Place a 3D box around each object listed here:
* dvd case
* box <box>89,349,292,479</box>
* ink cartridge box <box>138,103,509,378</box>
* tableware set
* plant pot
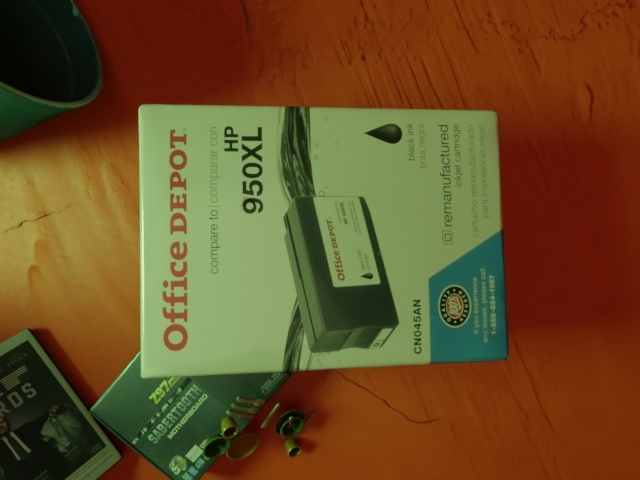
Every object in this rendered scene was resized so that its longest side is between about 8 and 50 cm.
[{"bbox_3d":[-0.424,0.271,0.579,0.179,0.029,0.239,-37,94,-33],"label":"dvd case"},{"bbox_3d":[-0.180,0.209,0.608,0.183,0.059,0.233,42,91,-2],"label":"box"},{"bbox_3d":[0.000,0.000,0.515,0.394,0.166,0.286,-1,87,-7],"label":"ink cartridge box"},{"bbox_3d":[-0.081,0.276,0.590,0.154,0.024,0.104,31,98,-37],"label":"tableware set"},{"bbox_3d":[-0.462,-0.225,0.496,0.255,0.271,0.272,-24,93,16],"label":"plant pot"}]
